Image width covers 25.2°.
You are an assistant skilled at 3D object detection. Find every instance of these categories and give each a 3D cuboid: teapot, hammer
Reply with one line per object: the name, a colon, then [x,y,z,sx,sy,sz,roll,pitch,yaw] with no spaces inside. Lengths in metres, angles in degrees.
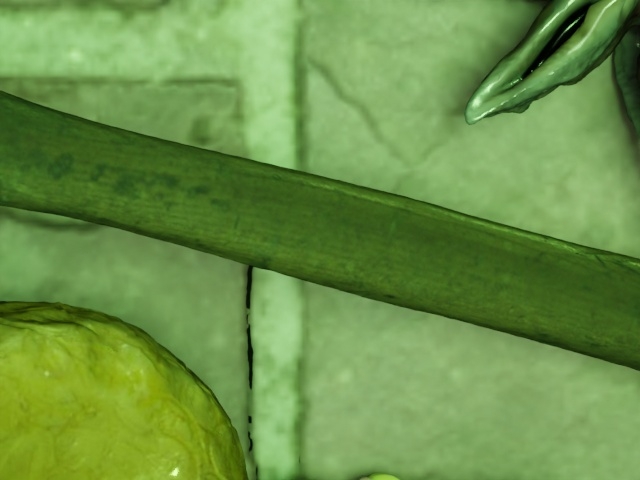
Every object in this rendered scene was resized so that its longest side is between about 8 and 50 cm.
teapot: [-0.145,0.112,0.573,0.203,0.167,0.311,-32,109,-31]
hammer: [0.000,0.000,0.541,0.440,0.044,0.168,15,75,-25]

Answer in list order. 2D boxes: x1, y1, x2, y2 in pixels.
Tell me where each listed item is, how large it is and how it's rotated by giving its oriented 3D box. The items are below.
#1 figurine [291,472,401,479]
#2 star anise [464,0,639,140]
figurine: [-0.021,0.183,0.632,0.083,0.083,0.187,24,91,-6]
star anise: [0.139,-0.104,0.581,0.209,0.089,0.231,12,93,8]
